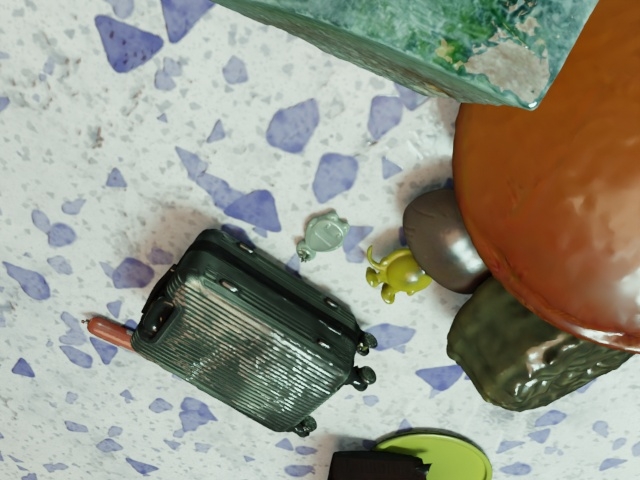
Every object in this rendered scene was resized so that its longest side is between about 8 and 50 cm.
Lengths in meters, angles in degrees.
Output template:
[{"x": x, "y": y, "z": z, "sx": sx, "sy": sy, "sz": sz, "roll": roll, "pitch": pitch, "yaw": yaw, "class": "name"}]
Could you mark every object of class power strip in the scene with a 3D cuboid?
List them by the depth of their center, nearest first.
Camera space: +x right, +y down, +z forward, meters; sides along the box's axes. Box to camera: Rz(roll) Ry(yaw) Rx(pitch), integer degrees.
[{"x": 0.000, "y": 0.000, "z": 0.664, "sx": 0.055, "sy": 0.035, "sz": 0.083, "roll": 40, "pitch": 117, "yaw": -18, "class": "power strip"}]

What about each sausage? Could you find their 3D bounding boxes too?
[{"x": -0.270, "y": 0.182, "z": 0.822, "sx": 0.253, "sy": 0.034, "sz": 0.034, "roll": 26, "pitch": 123, "yaw": -10, "class": "sausage"}]

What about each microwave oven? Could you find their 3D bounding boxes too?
[{"x": 0.094, "y": 0.509, "z": 0.882, "sx": 0.177, "sy": 0.188, "sz": 0.248, "roll": 6, "pitch": 121, "yaw": -3, "class": "microwave oven"}]

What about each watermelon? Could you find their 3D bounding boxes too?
[{"x": 0.062, "y": -0.231, "z": 0.407, "sx": 0.258, "sy": 0.387, "sz": 0.229, "roll": 19, "pitch": 107, "yaw": -55, "class": "watermelon"}]

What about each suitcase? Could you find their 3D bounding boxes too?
[{"x": -0.092, "y": 0.137, "z": 0.710, "sx": 0.312, "sy": 0.128, "sz": 0.202, "roll": 33, "pitch": 122, "yaw": -14, "class": "suitcase"}]

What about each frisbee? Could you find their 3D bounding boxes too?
[{"x": 0.197, "y": 0.427, "z": 0.931, "sx": 0.235, "sy": 0.017, "sz": 0.236, "roll": 3, "pitch": 124, "yaw": 5, "class": "frisbee"}]

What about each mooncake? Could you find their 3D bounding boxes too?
[{"x": 0.274, "y": 0.116, "z": 0.608, "sx": 0.228, "sy": 0.124, "sz": 0.228, "roll": -18, "pitch": 141, "yaw": -15, "class": "mooncake"}]

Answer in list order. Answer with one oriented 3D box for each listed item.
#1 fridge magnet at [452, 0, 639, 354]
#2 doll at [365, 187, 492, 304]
[{"x": 0.301, "y": -0.076, "z": 0.439, "sx": 0.363, "sy": 0.155, "sz": 0.364, "roll": 3, "pitch": 99, "yaw": 21, "class": "fridge magnet"}, {"x": 0.138, "y": 0.007, "z": 0.619, "sx": 0.188, "sy": 0.096, "sz": 0.145, "roll": -9, "pitch": 117, "yaw": 25, "class": "doll"}]
